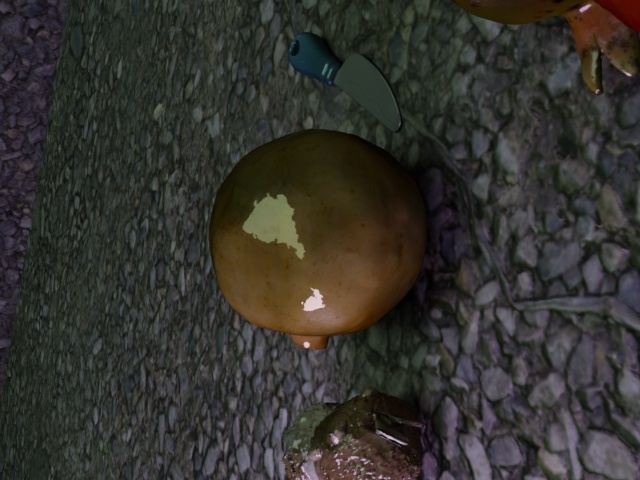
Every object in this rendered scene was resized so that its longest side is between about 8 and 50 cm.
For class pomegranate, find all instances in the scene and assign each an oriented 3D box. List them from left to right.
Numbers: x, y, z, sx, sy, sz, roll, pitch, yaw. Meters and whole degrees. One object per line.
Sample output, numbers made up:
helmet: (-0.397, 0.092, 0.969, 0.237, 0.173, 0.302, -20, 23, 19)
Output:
pomegranate: (-0.001, -0.007, 0.924, 0.233, 0.233, 0.233, -11, 77, 59)
pomegranate: (0.167, -0.231, 0.695, 0.198, 0.198, 0.246, 27, 128, 57)

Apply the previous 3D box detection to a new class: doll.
doll: (0.045, 0.202, 0.920, 0.115, 0.105, 0.221, 50, 140, 0)

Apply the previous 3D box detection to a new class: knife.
knife: (0.032, -0.195, 1.072, 0.244, 0.032, 0.058, 42, 113, 48)

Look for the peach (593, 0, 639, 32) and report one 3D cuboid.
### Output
peach: (0.259, -0.233, 0.381, 0.406, 0.335, 0.310, -36, 52, 54)
